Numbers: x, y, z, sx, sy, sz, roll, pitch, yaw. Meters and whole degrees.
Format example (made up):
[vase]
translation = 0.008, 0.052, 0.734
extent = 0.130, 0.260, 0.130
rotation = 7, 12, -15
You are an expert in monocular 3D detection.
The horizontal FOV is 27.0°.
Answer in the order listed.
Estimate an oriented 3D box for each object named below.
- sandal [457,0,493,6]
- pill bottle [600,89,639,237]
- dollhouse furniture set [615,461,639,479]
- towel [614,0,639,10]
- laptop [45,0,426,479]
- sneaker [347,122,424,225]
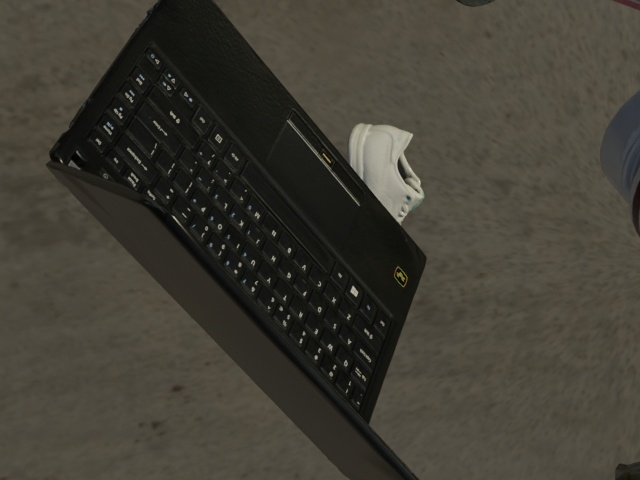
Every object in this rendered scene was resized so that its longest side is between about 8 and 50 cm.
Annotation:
[sandal]
translation = 0.304, -0.469, 1.620
extent = 0.446, 0.167, 0.107
rotation = -50, 35, 14
[pill bottle]
translation = 0.521, -0.026, 1.643
extent = 0.224, 0.224, 0.392
rotation = -41, 43, 11
[dollhouse furniture set]
translation = 0.234, 0.252, 0.865
extent = 0.161, 0.182, 0.101
rotation = 14, 129, 30
[towel]
translation = 0.299, -0.246, 1.196
extent = 0.144, 0.197, 0.029
rotation = 25, 86, 18
[laptop]
translation = 0.000, 0.000, 0.644
extent = 0.136, 0.264, 0.234
rotation = -22, 120, 36
[sneaker]
translation = 0.089, -0.045, 1.706
extent = 0.094, 0.080, 0.212
rotation = 4, 119, 20
